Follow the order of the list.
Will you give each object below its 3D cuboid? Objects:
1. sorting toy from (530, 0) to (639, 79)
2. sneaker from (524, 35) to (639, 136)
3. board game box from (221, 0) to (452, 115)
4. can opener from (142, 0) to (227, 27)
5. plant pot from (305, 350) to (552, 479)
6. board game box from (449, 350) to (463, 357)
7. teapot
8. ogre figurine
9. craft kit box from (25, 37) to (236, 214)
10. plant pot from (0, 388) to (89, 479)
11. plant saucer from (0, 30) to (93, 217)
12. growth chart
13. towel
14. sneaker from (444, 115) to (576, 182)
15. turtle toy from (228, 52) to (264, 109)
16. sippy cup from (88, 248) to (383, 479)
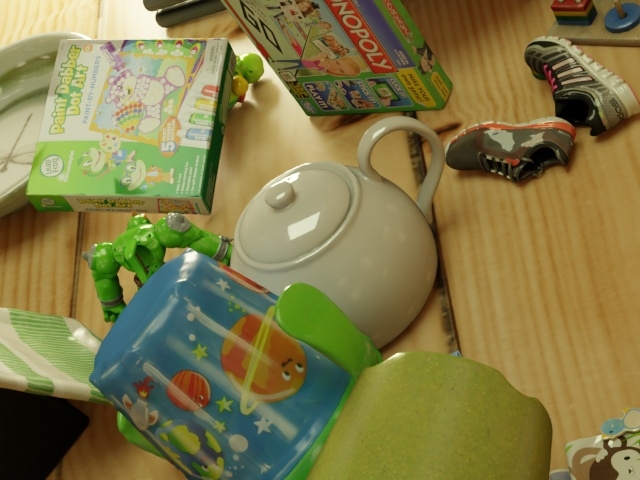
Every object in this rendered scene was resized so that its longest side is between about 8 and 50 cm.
[{"bbox_3d":[0.361,-0.309,1.691,0.132,0.046,0.275,10,56,40],"label":"sorting toy"},{"bbox_3d":[0.286,-0.176,1.587,0.075,0.063,0.170,-41,53,-10],"label":"sneaker"},{"bbox_3d":[0.002,-0.272,1.687,0.213,0.317,0.046,1,56,36],"label":"board game box"},{"bbox_3d":[-0.148,-0.378,2.090,0.280,0.074,0.093,-8,47,29],"label":"can opener"},{"bbox_3d":[0.083,0.243,1.149,0.276,0.276,0.254,-4,48,32],"label":"plant pot"},{"bbox_3d":[0.096,0.223,1.346,0.160,0.039,0.211,-26,42,10],"label":"board game box"},{"bbox_3d":[0.000,0.000,1.521,0.252,0.187,0.256,-4,47,31],"label":"teapot"},{"bbox_3d":[-0.201,0.028,1.686,0.197,0.118,0.097,-7,47,28],"label":"ogre figurine"},{"bbox_3d":[-0.253,-0.157,1.854,0.246,0.061,0.250,0,64,14],"label":"craft kit box"},{"bbox_3d":[-0.425,0.211,1.619,0.188,0.167,0.187,16,60,44],"label":"plant pot"},{"bbox_3d":[-0.470,-0.144,2.058,0.400,0.100,0.401,-19,43,18],"label":"plant saucer"},{"bbox_3d":[0.289,0.217,1.235,0.237,0.021,0.172,-31,39,4],"label":"growth chart"},{"bbox_3d":[-0.350,0.119,1.558,0.248,0.324,0.038,27,97,47],"label":"towel"},{"bbox_3d":[0.213,-0.098,1.574,0.157,0.061,0.065,-11,51,27],"label":"sneaker"},{"bbox_3d":[-0.136,-0.222,1.930,0.130,0.066,0.095,-37,63,-7],"label":"turtle toy"},{"bbox_3d":[-0.095,0.135,1.359,0.305,0.224,0.240,-48,14,14],"label":"sippy cup"}]
